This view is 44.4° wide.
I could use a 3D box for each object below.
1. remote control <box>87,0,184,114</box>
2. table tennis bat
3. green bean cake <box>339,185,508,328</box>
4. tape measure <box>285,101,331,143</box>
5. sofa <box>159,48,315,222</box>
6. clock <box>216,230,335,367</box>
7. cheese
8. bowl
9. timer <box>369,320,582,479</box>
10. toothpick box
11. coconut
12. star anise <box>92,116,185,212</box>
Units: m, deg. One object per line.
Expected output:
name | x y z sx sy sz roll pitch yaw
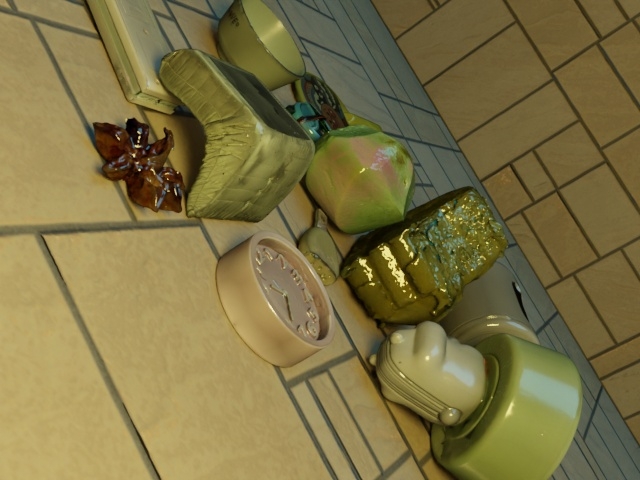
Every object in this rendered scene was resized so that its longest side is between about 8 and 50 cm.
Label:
remote control | -0.303 -0.332 1.238 0.103 0.056 0.277 7 56 -63
table tennis bat | 0.053 -0.304 1.957 0.369 0.054 0.224 15 47 -54
green bean cake | 0.217 0.044 1.519 0.202 0.285 0.310 60 23 -5
tape measure | -0.023 -0.230 1.653 0.125 0.081 0.146 56 22 5
sofa | -0.151 -0.160 1.224 0.225 0.176 0.210 49 19 17
clock | -0.063 0.085 1.157 0.197 0.068 0.196 45 25 -27
cheese | 0.000 0.000 1.445 0.097 0.037 0.192 48 24 -25
bowl | -0.133 -0.388 1.595 0.211 0.112 0.211 44 26 -28
timer | 0.237 0.256 1.359 0.315 0.290 0.290 30 27 -9
toothpick box | 0.342 0.169 1.735 0.229 0.229 0.316 47 22 -24
coconut | 0.086 -0.118 1.542 0.236 0.204 0.236 45 1 -1
star anise | -0.241 -0.100 1.055 0.168 0.057 0.167 36 39 -35
